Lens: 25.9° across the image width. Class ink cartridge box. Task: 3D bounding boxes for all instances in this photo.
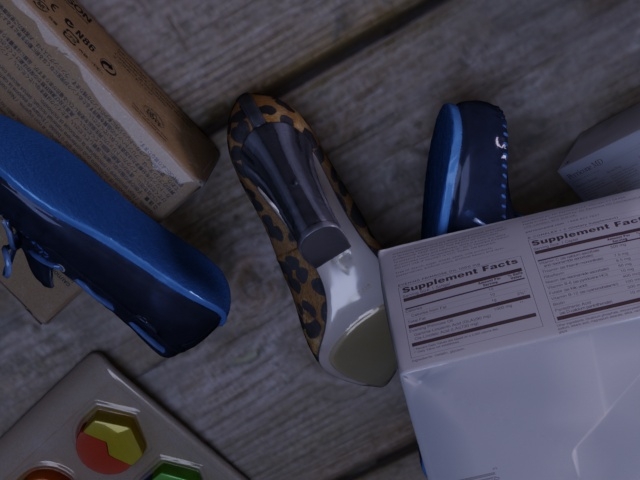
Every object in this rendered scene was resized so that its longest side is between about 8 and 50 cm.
[{"bbox_3d":[-0.231,-0.082,1.117,0.193,0.088,0.235,-38,103,20],"label":"ink cartridge box"}]

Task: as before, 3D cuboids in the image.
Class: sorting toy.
[{"bbox_3d":[-0.190,0.228,1.260,0.208,0.038,0.193,44,110,-10],"label":"sorting toy"}]

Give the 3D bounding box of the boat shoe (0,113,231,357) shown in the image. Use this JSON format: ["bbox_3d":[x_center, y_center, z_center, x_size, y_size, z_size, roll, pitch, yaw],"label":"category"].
[{"bbox_3d":[-0.190,0.005,1.045,0.258,0.109,0.089,40,115,-8],"label":"boat shoe"}]

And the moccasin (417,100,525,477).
[{"bbox_3d":[0.138,0.042,1.116,0.116,0.138,0.342,0,125,2],"label":"moccasin"}]

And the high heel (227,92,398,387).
[{"bbox_3d":[0.000,0.000,1.145,0.093,0.186,0.261,-26,141,-2],"label":"high heel"}]

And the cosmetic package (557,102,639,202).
[{"bbox_3d":[0.295,-0.075,1.015,0.099,0.060,0.239,46,140,-13],"label":"cosmetic package"}]

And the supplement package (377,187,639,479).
[{"bbox_3d":[0.171,0.125,1.005,0.204,0.145,0.262,-13,123,5],"label":"supplement package"}]
